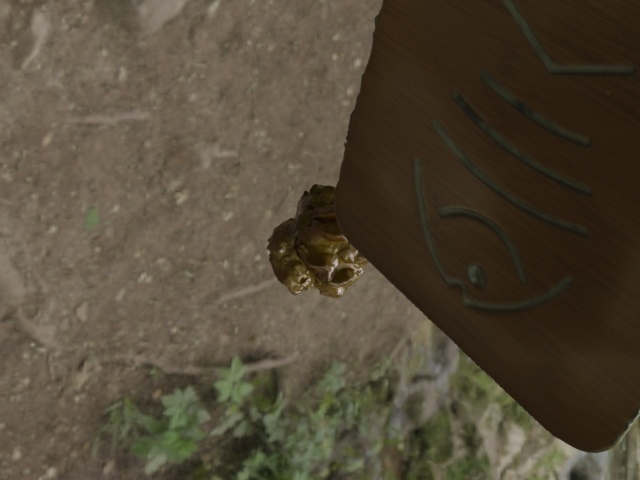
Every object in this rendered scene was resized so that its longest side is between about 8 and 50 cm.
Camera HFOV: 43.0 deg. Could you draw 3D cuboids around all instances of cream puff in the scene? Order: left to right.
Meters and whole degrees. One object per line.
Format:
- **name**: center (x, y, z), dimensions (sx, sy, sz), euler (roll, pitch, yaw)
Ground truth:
- **cream puff**: center (0.000, 0.000, 0.812), dimensions (0.122, 0.094, 0.116), euler (-50, -160, 49)

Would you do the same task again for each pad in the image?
- **pad**: center (0.121, -0.037, 0.516), dimensions (0.018, 0.286, 0.284), euler (-19, 139, -35)
